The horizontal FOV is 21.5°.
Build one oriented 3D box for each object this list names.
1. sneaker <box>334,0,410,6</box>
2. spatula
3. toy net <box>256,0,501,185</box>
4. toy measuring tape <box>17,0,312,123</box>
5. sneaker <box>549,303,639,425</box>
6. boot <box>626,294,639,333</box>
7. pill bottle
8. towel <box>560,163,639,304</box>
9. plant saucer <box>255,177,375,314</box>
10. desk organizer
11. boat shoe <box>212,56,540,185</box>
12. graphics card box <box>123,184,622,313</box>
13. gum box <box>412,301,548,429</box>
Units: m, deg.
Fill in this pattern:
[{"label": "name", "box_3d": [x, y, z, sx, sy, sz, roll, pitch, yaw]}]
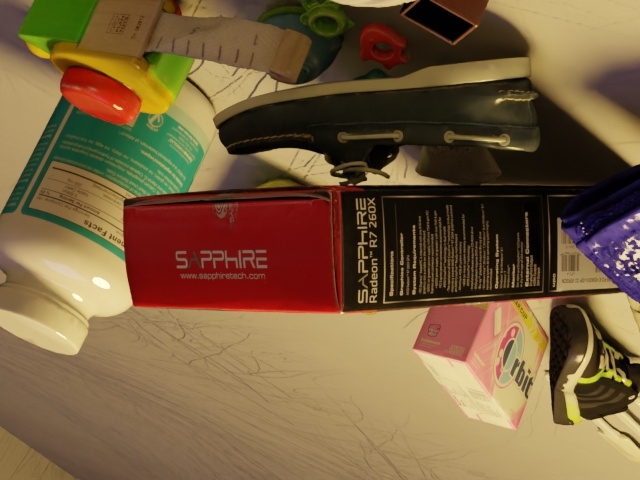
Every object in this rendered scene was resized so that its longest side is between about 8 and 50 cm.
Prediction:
[{"label": "sneaker", "box_3d": [-0.027, -0.233, 0.986, 0.268, 0.101, 0.153, 28, 166, 37]}, {"label": "spatula", "box_3d": [0.367, 0.215, 1.914, 0.168, 0.019, 0.242, 13, 158, 45]}, {"label": "toy net", "box_3d": [0.060, -0.122, 1.336, 0.232, 0.045, 0.122, 29, 139, -22]}, {"label": "toy measuring tape", "box_3d": [-0.115, -0.145, 1.352, 0.330, 0.121, 0.121, 13, 159, 39]}, {"label": "sneaker", "box_3d": [0.283, 0.123, 1.708, 0.097, 0.084, 0.234, -3, 158, 5]}, {"label": "boot", "box_3d": [0.352, 0.094, 1.384, 0.213, 0.077, 0.165, 10, 121, 39]}, {"label": "pill bottle", "box_3d": [-0.208, -0.031, 1.547, 0.146, 0.264, 0.146, 22, 162, 8]}, {"label": "towel", "box_3d": [0.349, 0.043, 1.215, 0.308, 0.076, 0.227, 41, 137, -19]}, {"label": "plant saucer", "box_3d": [0.000, 0.000, 1.724, 0.188, 0.045, 0.188, 25, 161, -6]}, {"label": "desk organizer", "box_3d": [0.054, -0.189, 1.138, 0.130, 0.050, 0.047, 28, 161, -12]}, {"label": "boat shoe", "box_3d": [0.041, -0.084, 1.269, 0.254, 0.079, 0.095, -8, -178, 16]}, {"label": "graphics card box", "box_3d": [0.062, 0.003, 1.310, 0.371, 0.094, 0.233, -3, -179, -45]}, {"label": "gum box", "box_3d": [0.169, 0.109, 1.717, 0.062, 0.107, 0.188, 13, 158, 30]}]
